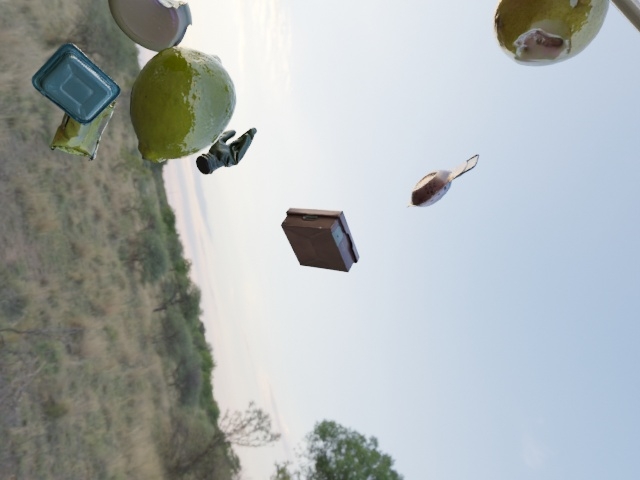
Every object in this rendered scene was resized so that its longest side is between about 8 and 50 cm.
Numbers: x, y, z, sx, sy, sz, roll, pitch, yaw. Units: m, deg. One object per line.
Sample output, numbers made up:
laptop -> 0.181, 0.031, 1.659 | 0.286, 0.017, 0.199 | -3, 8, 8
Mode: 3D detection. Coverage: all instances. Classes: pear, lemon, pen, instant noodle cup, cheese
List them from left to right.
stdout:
instant noodle cup -> -0.653, -0.411, 1.241 | 0.179, 0.157, 0.070 | 44, 1, -40
cheese -> -0.440, -0.568, 1.062 | 0.163, 0.286, 0.082 | -36, -145, 24
lemon -> -0.263, -0.256, 0.874 | 0.248, 0.184, 0.184 | -59, -161, -6
cheese -> 0.393, -0.191, 1.509 | 0.074, 0.189, 0.286 | 46, -49, -12
pear -> 0.582, -0.578, 1.170 | 0.271, 0.271, 0.271 | 168, -90, -72
pen -> 0.453, -0.287, 0.631 | 0.028, 0.028, 0.239 | 105, -22, -55

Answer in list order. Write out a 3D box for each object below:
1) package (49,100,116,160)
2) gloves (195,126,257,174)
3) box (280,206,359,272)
package -> -0.755, -0.368, 1.474 | 0.090, 0.168, 0.226 | 36, -79, 21
gloves -> -0.332, -0.327, 1.665 | 0.135, 0.268, 0.107 | 43, -26, 8
box -> 0.000, 0.000, 1.531 | 0.215, 0.086, 0.215 | 6, -42, 32
